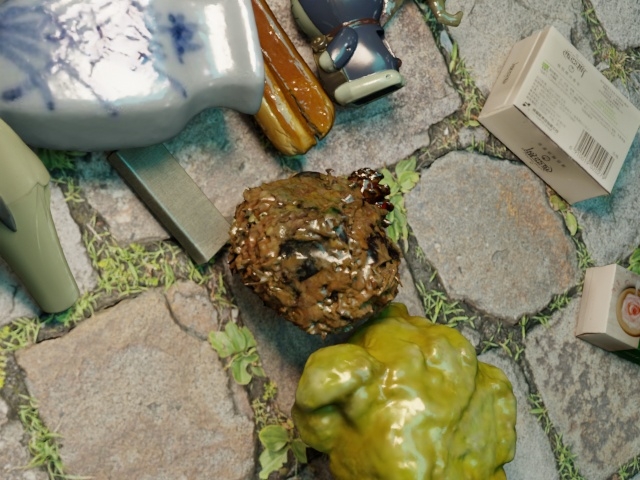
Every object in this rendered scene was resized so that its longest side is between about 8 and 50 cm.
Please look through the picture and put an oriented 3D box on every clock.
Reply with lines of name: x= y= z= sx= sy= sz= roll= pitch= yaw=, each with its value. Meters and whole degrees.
clock: x=0.042 y=-0.334 z=1.726 sx=0.243 sy=0.146 sz=0.199 roll=71 pitch=17 yaw=3

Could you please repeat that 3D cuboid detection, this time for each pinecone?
pinecone: x=0.064 y=-0.063 z=1.727 sx=0.102 sy=0.102 sz=0.109 roll=23 pitch=39 yaw=-26

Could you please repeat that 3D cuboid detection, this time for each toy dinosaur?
toy dinosaur: x=0.164 y=-0.474 z=1.878 sx=0.162 sy=0.077 sz=0.294 roll=19 pitch=57 yaw=-23

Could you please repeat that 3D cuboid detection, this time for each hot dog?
hot dog: x=-0.105 y=-0.280 z=1.662 sx=0.135 sy=0.100 sz=0.337 roll=-44 pitch=105 yaw=-38

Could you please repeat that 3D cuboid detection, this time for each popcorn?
popcorn: x=0.129 y=0.266 z=1.582 sx=0.293 sy=0.292 sz=0.334 roll=-41 pitch=81 yaw=8

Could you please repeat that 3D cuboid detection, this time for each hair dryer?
hair dryer: x=-0.439 y=0.009 z=1.396 sx=0.298 sy=0.119 sz=0.296 roll=-38 pitch=125 yaw=9

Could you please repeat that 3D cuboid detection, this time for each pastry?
pastry: x=0.000 y=0.000 z=1.570 sx=0.275 sy=0.193 sz=0.275 roll=6 pitch=47 yaw=-6

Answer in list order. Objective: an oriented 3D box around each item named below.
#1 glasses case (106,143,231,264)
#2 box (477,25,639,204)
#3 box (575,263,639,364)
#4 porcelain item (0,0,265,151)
glasses case: x=-0.214 y=-0.063 z=1.582 sx=0.205 sy=0.047 sz=0.071 roll=51 pitch=58 yaw=-14
box: x=0.432 y=-0.220 z=1.966 sx=0.260 sy=0.111 sz=0.194 roll=39 pitch=63 yaw=-17
box: x=0.567 y=0.140 z=1.999 sx=0.199 sy=0.081 sz=0.135 roll=22 pitch=70 yaw=-24
porcelain item: x=-0.288 y=-0.237 z=1.457 sx=0.405 sy=0.178 sz=0.242 roll=-9 pitch=85 yaw=-18
